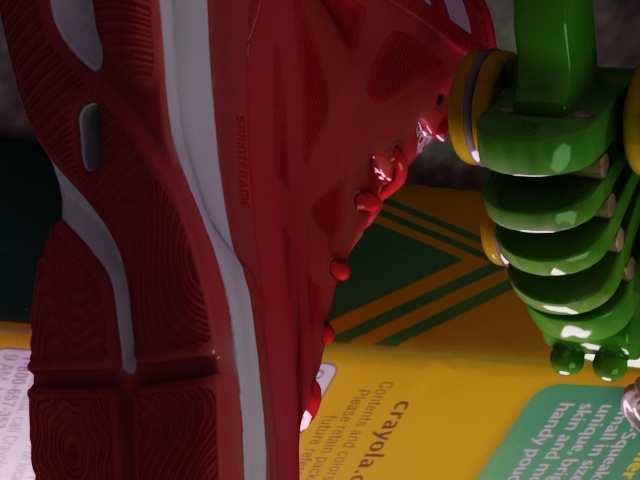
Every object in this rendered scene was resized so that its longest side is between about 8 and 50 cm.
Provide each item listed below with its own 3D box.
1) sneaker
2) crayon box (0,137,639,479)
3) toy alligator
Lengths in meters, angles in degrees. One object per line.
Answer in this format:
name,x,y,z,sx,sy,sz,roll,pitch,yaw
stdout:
sneaker,0.000,0.000,0.428,0.128,0.221,0.087,-4,179,-38
crayon box,-0.013,0.078,0.575,0.323,0.083,0.203,6,131,-30
toy alligator,0.069,0.008,0.448,0.051,0.056,0.189,-61,145,-35
